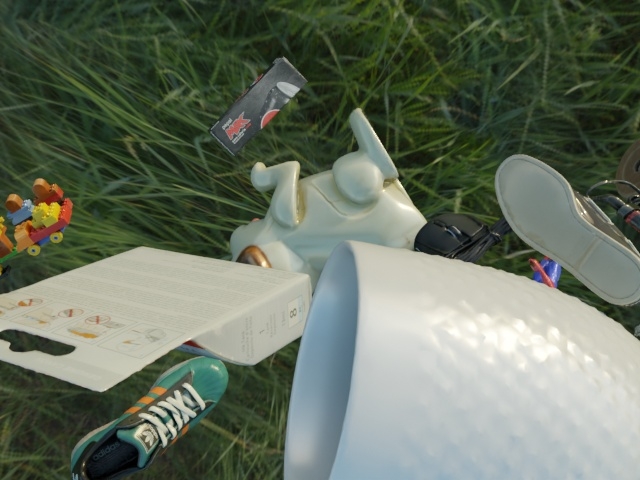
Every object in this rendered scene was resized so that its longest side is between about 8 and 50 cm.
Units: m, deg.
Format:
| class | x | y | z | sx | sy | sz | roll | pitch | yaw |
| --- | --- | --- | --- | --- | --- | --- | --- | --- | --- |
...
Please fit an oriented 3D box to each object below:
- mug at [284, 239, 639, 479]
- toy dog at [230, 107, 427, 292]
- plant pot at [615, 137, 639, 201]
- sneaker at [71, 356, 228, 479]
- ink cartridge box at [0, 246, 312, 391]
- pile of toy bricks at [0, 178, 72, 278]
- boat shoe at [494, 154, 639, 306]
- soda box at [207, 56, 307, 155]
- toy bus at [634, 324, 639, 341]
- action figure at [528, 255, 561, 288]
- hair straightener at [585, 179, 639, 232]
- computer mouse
| class | x | y | z | sx | sy | sz | roll | pitch | yaw |
| --- | --- | --- | --- | --- | --- | --- | --- | --- | --- |
| mug | 0.150 | 0.205 | 0.781 | 0.328 | 0.276 | 0.374 | 11 | 59 | -10 |
| toy dog | 0.000 | 0.000 | 1.696 | 0.408 | 0.284 | 0.395 | -30 | 76 | 5 |
| plant pot | 0.780 | -0.125 | 1.803 | 0.229 | 0.263 | 0.263 | 21 | 91 | -14 |
| sneaker | -0.271 | 0.307 | 1.360 | 0.302 | 0.121 | 0.108 | -37 | 103 | -12 |
| ink cartridge box | -0.238 | 0.112 | 1.040 | 0.308 | 0.385 | 0.091 | 9 | 110 | 30 |
| pile of toy bricks | -0.399 | -0.018 | 0.960 | 0.212 | 0.118 | 0.105 | -28 | 121 | 7 |
| boat shoe | 0.262 | -0.009 | 0.861 | 0.075 | 0.065 | 0.206 | -51 | 57 | 19 |
| soda box | -0.102 | -0.215 | 1.326 | 0.060 | 0.053 | 0.169 | 44 | 88 | -15 |
| toy bus | 0.671 | 0.294 | 1.776 | 0.202 | 0.104 | 0.191 | 39 | 135 | -26 |
| action figure | 0.413 | 0.061 | 1.612 | 0.139 | 0.280 | 0.091 | 36 | 135 | -16 |
| hair straightener | 0.441 | -0.007 | 1.058 | 0.230 | 0.089 | 0.047 | 32 | 124 | 3 |
| computer mouse | 0.222 | -0.028 | 1.218 | 0.184 | 0.262 | 0.060 | -37 | 95 | -1 |
